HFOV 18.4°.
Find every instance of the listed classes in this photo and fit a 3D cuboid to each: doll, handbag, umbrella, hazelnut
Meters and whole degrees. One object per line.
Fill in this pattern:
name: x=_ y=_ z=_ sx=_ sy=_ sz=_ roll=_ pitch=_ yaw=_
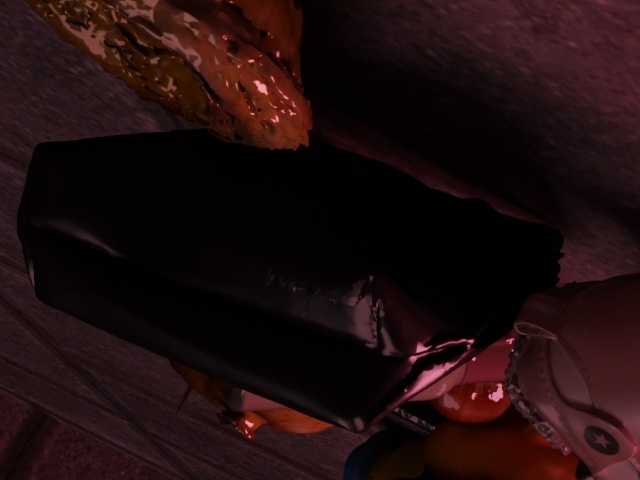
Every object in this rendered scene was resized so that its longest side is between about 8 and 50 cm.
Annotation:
doll: x=0.129 y=0.291 z=2.268 sx=0.199 sy=0.145 sz=0.363 roll=10 pitch=-179 yaw=-12
handbag: x=0.000 y=0.000 z=1.388 sx=0.342 sy=0.152 sz=0.288 roll=21 pitch=-158 yaw=31
umbrella: x=0.089 y=0.180 z=2.175 sx=0.133 sy=0.031 sz=0.036 roll=25 pitch=163 yaw=21
hazelnut: x=0.136 y=0.127 z=1.829 sx=0.086 sy=0.086 sz=0.086 roll=28 pitch=166 yaw=8

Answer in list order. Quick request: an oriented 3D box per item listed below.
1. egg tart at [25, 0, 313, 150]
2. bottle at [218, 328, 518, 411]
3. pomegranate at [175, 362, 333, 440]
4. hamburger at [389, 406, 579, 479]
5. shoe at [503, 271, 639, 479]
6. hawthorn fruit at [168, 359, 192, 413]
egg tart: x=-0.100 y=-0.158 z=1.236 sx=0.291 sy=0.107 sz=0.291 roll=36 pitch=174 yaw=4
bottle: x=0.049 y=0.067 z=1.530 sx=0.253 sy=0.120 sz=0.120 roll=-4 pitch=171 yaw=-13
pomegranate: x=-0.038 y=0.067 z=1.681 sx=0.215 sy=0.215 sz=0.215 roll=28 pitch=166 yaw=8
hamburger: x=0.234 y=0.334 z=1.922 sx=0.396 sy=0.277 sz=0.396 roll=28 pitch=170 yaw=5
shoe: x=0.273 y=0.133 z=1.361 sx=0.198 sy=0.172 sz=0.351 roll=5 pitch=141 yaw=38
hawthorn fruit: x=-0.110 y=0.110 z=2.156 sx=0.125 sy=0.140 sz=0.125 roll=18 pitch=129 yaw=23
